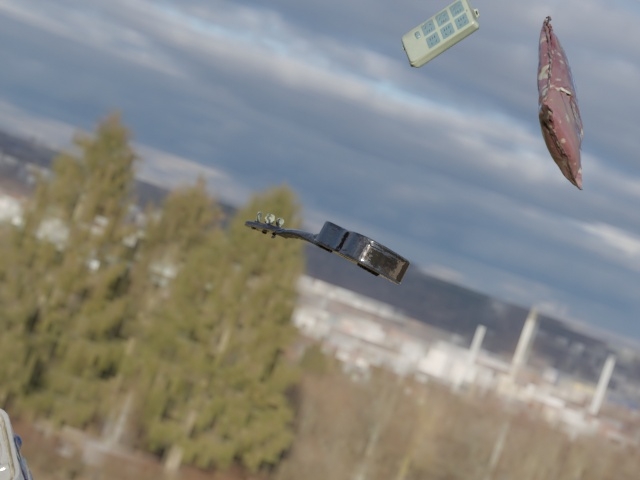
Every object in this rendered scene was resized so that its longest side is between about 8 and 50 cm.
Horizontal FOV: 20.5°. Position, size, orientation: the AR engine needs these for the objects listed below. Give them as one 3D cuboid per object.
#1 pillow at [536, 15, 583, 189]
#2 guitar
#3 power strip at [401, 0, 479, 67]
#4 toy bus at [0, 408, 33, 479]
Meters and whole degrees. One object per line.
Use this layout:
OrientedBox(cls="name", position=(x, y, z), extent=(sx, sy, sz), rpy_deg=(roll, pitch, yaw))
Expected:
OrientedBox(cls="pillow", position=(0.263, -0.153, 1.959), extent=(0.043, 0.185, 0.118), rpy_deg=(-15, -52, 17))
OrientedBox(cls="guitar", position=(0.001, -0.002, 2.082), extent=(0.084, 0.038, 0.271), rpy_deg=(31, -7, -38))
OrientedBox(cls="power strip", position=(0.123, -0.214, 1.820), extent=(0.016, 0.090, 0.040), rpy_deg=(33, 32, -48))
OrientedBox(cls="toy bus", position=(-0.381, 0.263, 1.738), extent=(0.202, 0.142, 0.142), rpy_deg=(-15, 36, -8))
